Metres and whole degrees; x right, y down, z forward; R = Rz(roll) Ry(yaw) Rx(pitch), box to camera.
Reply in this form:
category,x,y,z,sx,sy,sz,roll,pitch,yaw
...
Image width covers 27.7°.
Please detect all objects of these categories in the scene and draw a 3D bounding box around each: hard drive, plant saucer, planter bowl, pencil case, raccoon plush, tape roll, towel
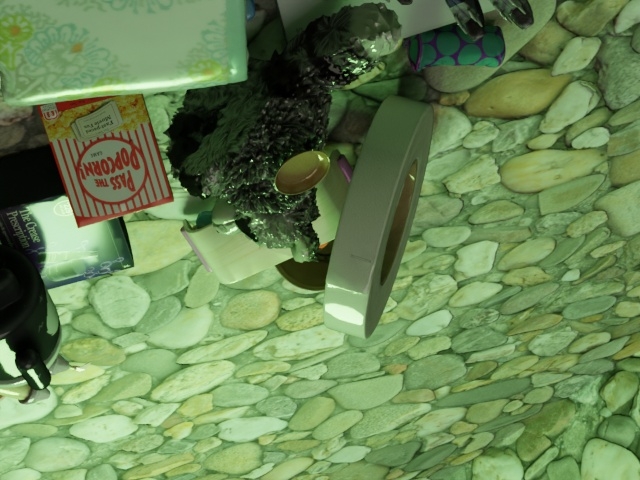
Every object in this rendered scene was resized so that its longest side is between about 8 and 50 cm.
category,x,y,z,sx,sy,sz,roll,pitch,yaw
hard drive,0.110,-0.366,1.801,0.353,0.047,0.233,-17,151,-1
plant saucer,-0.027,-0.097,1.771,0.083,0.015,0.083,-20,145,-15
planter bowl,0.000,0.000,2.268,0.162,0.162,0.109,-26,-177,14
pencil case,0.204,-0.291,1.963,0.151,0.064,0.070,-5,132,-21
raccoon plush,-0.005,-0.123,1.859,0.446,0.216,0.299,-17,142,36
tape roll,0.093,-0.036,2.038,0.072,0.392,0.392,16,151,10
towel,-0.248,-0.324,1.557,0.320,0.090,0.374,-5,139,-5

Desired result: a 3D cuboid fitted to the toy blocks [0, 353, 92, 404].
category,x,y,z,sx,sy,sz,roll,pitch,yaw
toy blocks,-0.578,0.260,2.215,0.288,0.309,0.260,-36,140,30

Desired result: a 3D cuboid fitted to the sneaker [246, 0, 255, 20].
category,x,y,z,sx,sy,sz,roll,pitch,yaw
sneaker,-0.139,-0.324,1.706,0.063,0.073,0.162,-31,148,20

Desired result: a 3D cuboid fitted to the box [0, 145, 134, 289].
category,x,y,z,sx,sy,sz,roll,pitch,yaw
box,-0.407,-0.036,2.025,0.184,0.103,0.261,-17,151,-6

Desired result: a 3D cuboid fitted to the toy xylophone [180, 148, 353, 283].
category,x,y,z,sx,sy,sz,roll,pitch,yaw
toy xylophone,-0.090,-0.056,2.145,0.322,0.081,0.236,-16,119,12

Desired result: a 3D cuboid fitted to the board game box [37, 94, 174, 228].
category,x,y,z,sx,sy,sz,roll,pitch,yaw
board game box,-0.306,-0.130,1.860,0.147,0.045,0.193,-16,110,-3

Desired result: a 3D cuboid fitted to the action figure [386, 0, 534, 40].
category,x,y,z,sx,sy,sz,roll,pitch,yaw
action figure,0.167,-0.365,1.693,0.185,0.099,0.285,-24,147,27

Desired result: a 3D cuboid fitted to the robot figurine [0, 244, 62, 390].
category,x,y,z,sx,sy,sz,roll,pitch,yaw
robot figurine,-0.490,0.113,1.974,0.173,0.209,0.278,3,150,5
